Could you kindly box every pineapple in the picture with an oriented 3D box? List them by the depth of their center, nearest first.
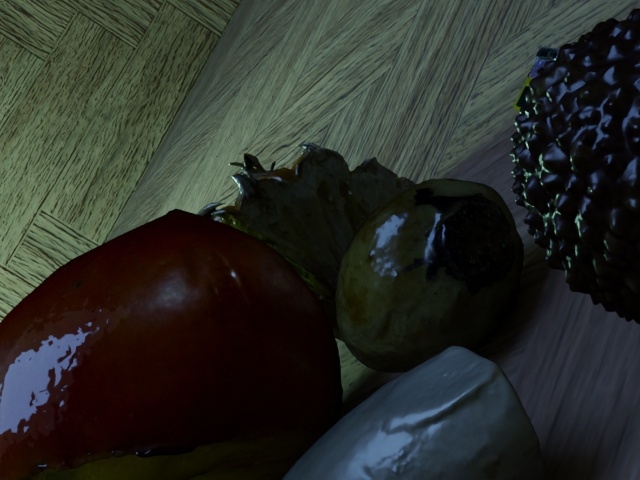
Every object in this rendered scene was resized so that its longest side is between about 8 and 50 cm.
[{"bbox_3d":[0.000,0.000,1.389,0.114,0.236,0.186,-43,58,59],"label":"pineapple"}]

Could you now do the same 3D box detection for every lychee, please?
[{"bbox_3d":[0.184,-0.039,0.765,0.188,0.188,0.188,-53,14,19],"label":"lychee"}]

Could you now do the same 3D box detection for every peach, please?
[{"bbox_3d":[-0.149,0.139,1.245,0.338,0.281,0.281,-45,7,-25],"label":"peach"}]

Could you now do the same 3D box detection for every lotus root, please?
[{"bbox_3d":[0.071,0.037,1.116,0.214,0.138,0.138,-58,7,53],"label":"lotus root"}]

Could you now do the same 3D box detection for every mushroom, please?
[{"bbox_3d":[0.019,0.196,0.925,0.350,0.128,0.128,-54,13,25],"label":"mushroom"}]

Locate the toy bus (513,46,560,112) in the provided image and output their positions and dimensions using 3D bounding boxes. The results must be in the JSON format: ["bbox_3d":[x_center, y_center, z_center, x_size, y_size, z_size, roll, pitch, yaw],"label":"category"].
[{"bbox_3d":[0.188,-0.087,1.017,0.058,0.102,0.052,-63,12,5],"label":"toy bus"}]
